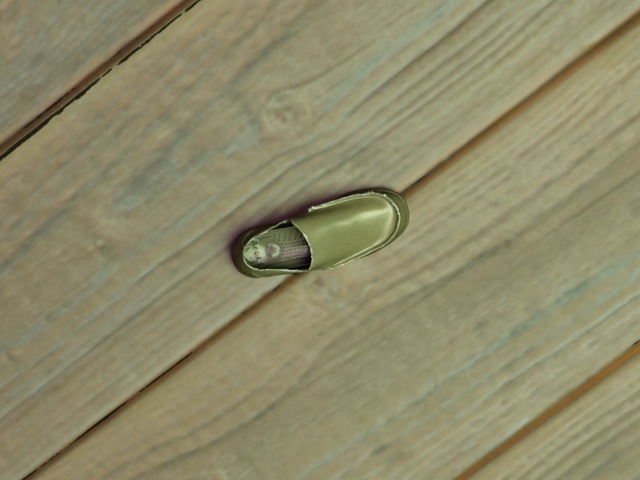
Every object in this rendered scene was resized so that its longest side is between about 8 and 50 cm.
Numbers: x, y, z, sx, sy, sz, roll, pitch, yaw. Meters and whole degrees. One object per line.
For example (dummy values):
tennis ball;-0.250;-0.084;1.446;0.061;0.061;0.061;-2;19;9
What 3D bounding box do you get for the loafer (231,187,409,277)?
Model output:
loafer;0.000;0.000;1.390;0.148;0.050;0.056;-20;98;6
